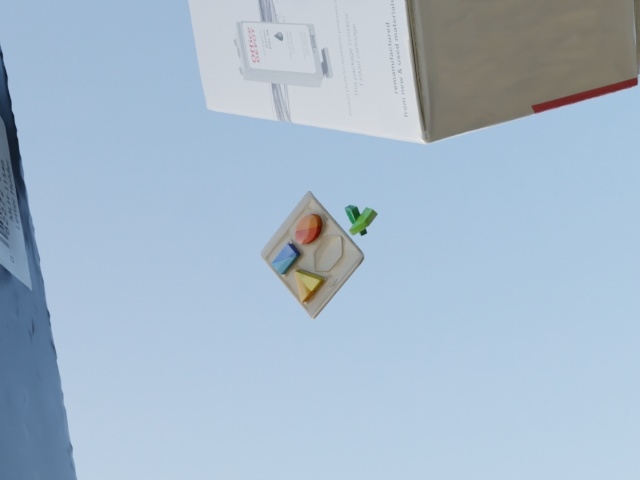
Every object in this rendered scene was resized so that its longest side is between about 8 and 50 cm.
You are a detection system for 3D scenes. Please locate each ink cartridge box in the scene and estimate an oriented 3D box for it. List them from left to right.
[{"bbox_3d":[0.060,-0.160,0.909,0.207,0.283,0.117,-18,-71,-31],"label":"ink cartridge box"}]

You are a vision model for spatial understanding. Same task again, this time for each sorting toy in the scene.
[{"bbox_3d":[0.000,0.000,0.752,0.012,0.062,0.083,-1,-43,-53],"label":"sorting toy"}]

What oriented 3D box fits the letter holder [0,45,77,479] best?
[{"bbox_3d":[-0.191,0.033,0.302,0.214,0.302,0.152,-17,-23,4],"label":"letter holder"}]
